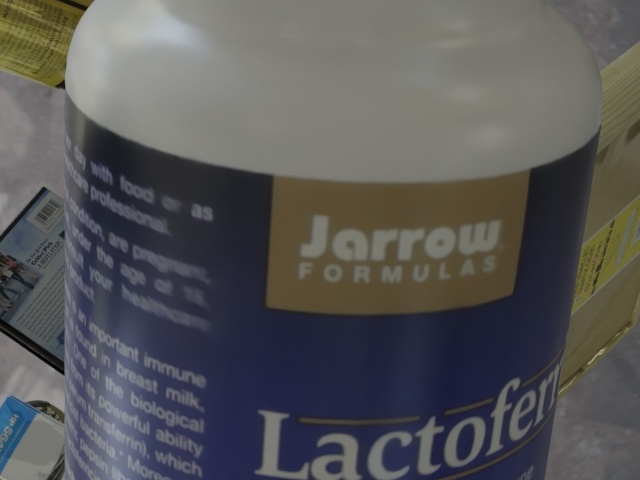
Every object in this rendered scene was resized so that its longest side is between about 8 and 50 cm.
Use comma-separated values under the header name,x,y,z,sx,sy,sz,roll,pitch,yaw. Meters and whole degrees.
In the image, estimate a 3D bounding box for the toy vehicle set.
name,x,y,z,sx,sy,sz,roll,pitch,yaw
toy vehicle set,0.162,0.004,0.839,0.035,0.166,0.266,37,144,26

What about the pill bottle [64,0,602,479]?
name,x,y,z,sx,sy,sz,roll,pitch,yaw
pill bottle,0.000,0.000,0.409,0.153,0.153,0.264,17,117,28

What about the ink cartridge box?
name,x,y,z,sx,sy,sz,roll,pitch,yaw
ink cartridge box,-0.256,0.265,1.500,0.203,0.148,0.086,26,78,25

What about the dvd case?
name,x,y,z,sx,sy,sz,roll,pitch,yaw
dvd case,-0.278,0.070,1.616,0.253,0.180,0.022,35,150,1

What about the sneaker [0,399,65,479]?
name,x,y,z,sx,sy,sz,roll,pitch,yaw
sneaker,-0.275,0.374,1.608,0.182,0.158,0.410,-34,66,46

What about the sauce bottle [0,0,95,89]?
name,x,y,z,sx,sy,sz,roll,pitch,yaw
sauce bottle,-0.251,-0.198,1.285,0.111,0.344,0.111,-27,53,44
